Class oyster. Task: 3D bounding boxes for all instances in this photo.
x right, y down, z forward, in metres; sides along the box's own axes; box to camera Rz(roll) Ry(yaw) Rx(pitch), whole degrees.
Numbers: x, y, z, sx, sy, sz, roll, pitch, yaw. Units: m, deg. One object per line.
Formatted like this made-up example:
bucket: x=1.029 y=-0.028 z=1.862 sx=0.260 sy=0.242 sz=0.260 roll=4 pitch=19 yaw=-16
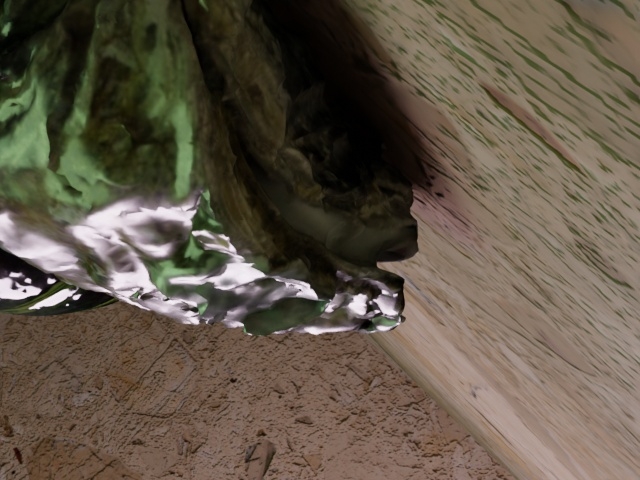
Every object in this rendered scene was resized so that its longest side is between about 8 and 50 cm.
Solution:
oyster: x=-0.047 y=-0.032 z=0.511 sx=0.351 sy=0.162 sz=0.158 roll=82 pitch=173 yaw=-70

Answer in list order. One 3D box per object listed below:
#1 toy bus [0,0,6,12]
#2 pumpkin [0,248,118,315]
toy bus: x=-0.210 y=-0.207 z=0.435 sx=0.335 sy=0.121 sz=0.123 roll=45 pitch=-170 yaw=0
pumpkin: x=-0.221 y=-0.083 z=0.834 sx=0.323 sy=0.241 sz=0.323 roll=28 pitch=178 yaw=1
